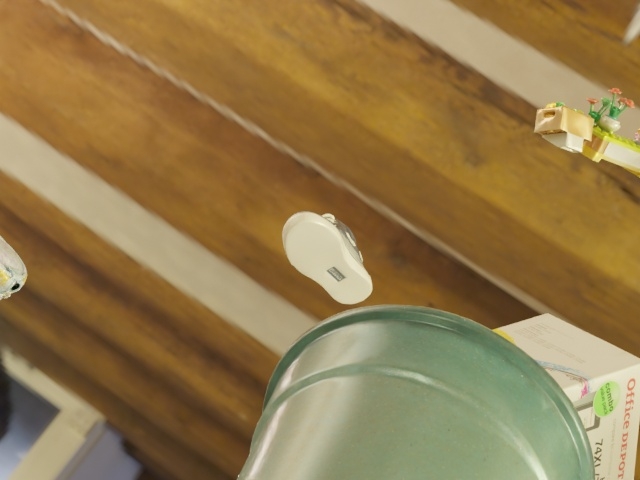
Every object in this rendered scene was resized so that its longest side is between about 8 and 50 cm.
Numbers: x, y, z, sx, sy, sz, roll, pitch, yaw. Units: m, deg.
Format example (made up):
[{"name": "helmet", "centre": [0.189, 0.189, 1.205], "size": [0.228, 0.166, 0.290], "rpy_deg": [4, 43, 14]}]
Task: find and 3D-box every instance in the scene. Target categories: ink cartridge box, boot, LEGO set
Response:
[{"name": "ink cartridge box", "centre": [0.270, 0.245, 1.754], "size": [0.197, 0.270, 0.198], "rpy_deg": [27, -57, 51]}, {"name": "boot", "centre": [0.000, 0.000, 1.548], "size": [0.190, 0.069, 0.086], "rpy_deg": [54, 15, -52]}, {"name": "LEGO set", "centre": [0.357, -0.105, 1.310], "size": [0.287, 0.107, 0.132], "rpy_deg": [24, 14, -5]}]

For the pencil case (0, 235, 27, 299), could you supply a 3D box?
[{"name": "pencil case", "centre": [-0.579, 0.098, 1.984], "size": [0.124, 0.273, 0.113], "rpy_deg": [52, 7, 7]}]

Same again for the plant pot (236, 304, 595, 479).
[{"name": "plant pot", "centre": [0.043, 0.285, 1.147], "size": [0.341, 0.334, 0.341], "rpy_deg": [10, -60, 18]}]
